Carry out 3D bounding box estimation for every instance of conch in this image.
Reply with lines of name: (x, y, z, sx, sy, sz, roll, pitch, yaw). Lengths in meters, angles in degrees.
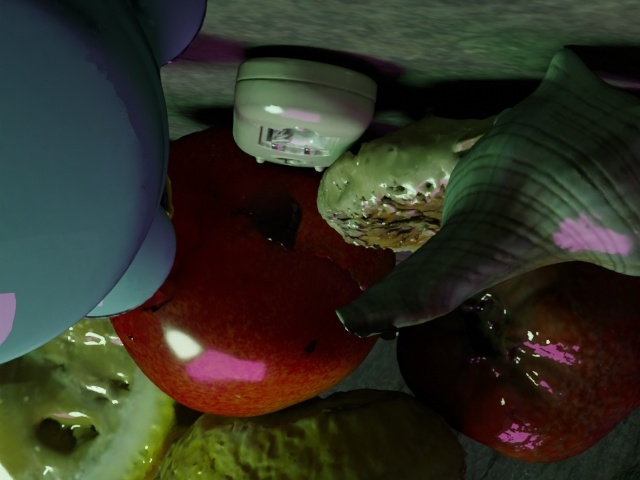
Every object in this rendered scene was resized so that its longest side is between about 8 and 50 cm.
conch: (0.117, -0.029, 0.817, 0.234, 0.114, 0.137, -14, 173, 5)

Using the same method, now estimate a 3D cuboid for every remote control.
remote control: (-0.013, -0.071, 0.982, 0.078, 0.042, 0.221, 7, 175, -3)

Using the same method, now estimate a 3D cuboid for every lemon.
lemon: (-0.213, 0.088, 1.450, 0.364, 0.364, 0.364, 8, 175, 1)

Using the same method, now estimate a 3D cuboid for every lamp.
lamp: (-0.192, -0.041, 0.669, 0.284, 0.209, 0.147, -10, -147, -30)

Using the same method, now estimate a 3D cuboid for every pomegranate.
pomegranate: (-0.042, 0.025, 1.164, 0.235, 0.210, 0.210, 27, 164, -38)

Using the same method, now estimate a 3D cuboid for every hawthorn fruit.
hawthorn fruit: (0.184, 0.064, 1.305, 0.210, 0.210, 0.262, 5, 178, 34)

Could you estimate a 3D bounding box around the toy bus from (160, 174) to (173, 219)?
toy bus: (-0.225, -0.073, 0.836, 0.121, 0.123, 0.336, 1, 172, 44)

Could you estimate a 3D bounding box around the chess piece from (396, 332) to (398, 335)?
chess piece: (0.046, 0.071, 1.840, 0.299, 0.194, 0.194, -1, 174, 6)

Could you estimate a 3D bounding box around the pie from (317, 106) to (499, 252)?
pie: (0.131, -0.034, 0.994, 0.274, 0.055, 0.274, -2, 171, 0)

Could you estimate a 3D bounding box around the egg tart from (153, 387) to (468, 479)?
egg tart: (-0.012, 0.154, 1.226, 0.252, 0.098, 0.232, 2, -165, 35)
